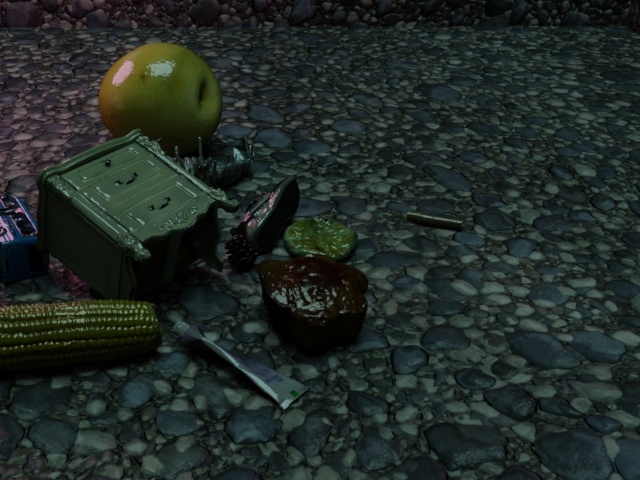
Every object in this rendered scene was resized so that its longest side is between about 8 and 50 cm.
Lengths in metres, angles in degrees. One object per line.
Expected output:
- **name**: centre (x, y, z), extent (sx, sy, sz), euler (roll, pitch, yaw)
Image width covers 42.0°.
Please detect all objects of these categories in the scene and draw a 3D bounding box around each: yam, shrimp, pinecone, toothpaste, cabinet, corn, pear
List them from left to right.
- **corn**: centre (-0.481, 0.177, 1.613), extent (0.345, 0.131, 0.131), euler (-5, 31, -14)
- **cabinet**: centre (-0.396, -0.036, 1.802), extent (0.318, 0.227, 0.290), euler (35, 43, 21)
- **pear**: centre (-0.460, -0.403, 2.406), extent (0.349, 0.348, 0.348), euler (2, 30, -1)
- **shrimp**: centre (-0.334, -0.189, 2.236), extent (0.411, 0.165, 0.221), euler (-9, -3, -44)
- **toothpaste**: centre (-0.165, 0.234, 1.618), extent (0.301, 0.048, 0.075), euler (26, 10, 24)
- **pinecone**: centre (-0.185, 0.026, 1.940), extent (0.077, 0.077, 0.083), euler (-30, 84, -42)
- **yam**: centre (0.296, -0.052, 2.157), extent (0.146, 0.032, 0.032), euler (10, 31, 14)

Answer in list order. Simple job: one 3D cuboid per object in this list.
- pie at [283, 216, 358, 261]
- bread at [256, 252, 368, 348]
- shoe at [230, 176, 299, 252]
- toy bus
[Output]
- **pie**: centre (0.000, 0.000, 2.034), extent (0.187, 0.041, 0.187), euler (2, 30, -1)
- **bread**: centre (-0.008, 0.120, 1.735), extent (0.232, 0.135, 0.246), euler (-9, 32, -20)
- **shoe**: centre (-0.138, -0.071, 2.059), extent (0.112, 0.099, 0.227), euler (5, 51, 32)
- **toy bus**: centre (-0.720, -0.011, 1.927), extent (0.134, 0.113, 0.246), euler (-12, 35, -31)
